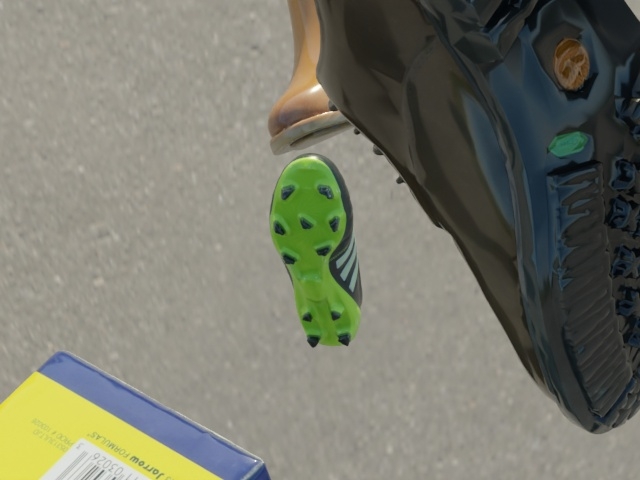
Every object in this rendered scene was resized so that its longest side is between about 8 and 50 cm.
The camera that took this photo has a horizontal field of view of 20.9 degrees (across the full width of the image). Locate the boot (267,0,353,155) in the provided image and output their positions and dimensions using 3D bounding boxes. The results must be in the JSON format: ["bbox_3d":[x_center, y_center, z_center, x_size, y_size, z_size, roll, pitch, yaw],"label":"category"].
[{"bbox_3d":[-0.001,-0.206,1.424,0.283,0.109,0.220,-40,107,-47],"label":"boot"}]

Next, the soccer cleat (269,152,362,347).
[{"bbox_3d":[0.000,0.000,1.271,0.060,0.179,0.072,0,41,10],"label":"soccer cleat"}]

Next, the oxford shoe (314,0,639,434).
[{"bbox_3d":[0.053,-0.039,0.532,0.096,0.227,0.083,11,43,46],"label":"oxford shoe"}]

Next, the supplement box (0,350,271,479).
[{"bbox_3d":[-0.190,0.276,1.065,0.195,0.194,0.356,24,57,37],"label":"supplement box"}]
